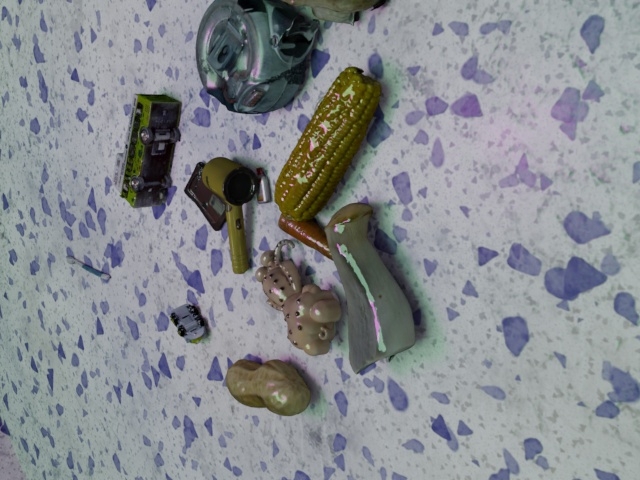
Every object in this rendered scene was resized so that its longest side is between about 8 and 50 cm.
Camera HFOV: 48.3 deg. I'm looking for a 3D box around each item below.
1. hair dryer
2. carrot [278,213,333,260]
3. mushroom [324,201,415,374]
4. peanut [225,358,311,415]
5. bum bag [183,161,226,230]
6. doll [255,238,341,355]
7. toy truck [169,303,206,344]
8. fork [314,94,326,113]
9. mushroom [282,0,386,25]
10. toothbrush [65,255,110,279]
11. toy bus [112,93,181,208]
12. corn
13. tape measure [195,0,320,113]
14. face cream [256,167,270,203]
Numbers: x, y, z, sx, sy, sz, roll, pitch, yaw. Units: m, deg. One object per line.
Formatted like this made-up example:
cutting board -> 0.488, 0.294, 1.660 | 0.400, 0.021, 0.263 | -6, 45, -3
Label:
hair dryer -> -0.210, -0.055, 1.701 | 0.135, 0.090, 0.278 | 29, 129, 51
carrot -> 0.000, 0.000, 1.526 | 0.210, 0.061, 0.061 | 35, 122, 30
mushroom -> 0.083, 0.090, 1.406 | 0.159, 0.122, 0.328 | -19, 83, 20
peanut -> -0.132, 0.340, 1.692 | 0.275, 0.111, 0.125 | 0, 95, 45
bum bag -> -0.281, -0.109, 1.805 | 0.159, 0.026, 0.109 | 52, 131, 17
doll -> -0.053, 0.124, 1.573 | 0.278, 0.119, 0.154 | 54, 131, 35
toy truck -> -0.354, 0.233, 1.925 | 0.111, 0.076, 0.077 | 54, 155, 25
fork -> -0.016, -0.224, 1.506 | 0.028, 0.034, 0.219 | 30, 124, 7
mushroom -> -0.009, -0.518, 1.332 | 0.267, 0.164, 0.189 | 38, 125, 33
toothbrush -> -0.763, 0.092, 2.336 | 0.276, 0.019, 0.025 | 17, 116, 42
toy bus -> -0.460, -0.243, 1.894 | 0.139, 0.113, 0.301 | 36, 120, 34
corn -> 0.008, -0.180, 1.425 | 0.120, 0.120, 0.363 | 48, 129, 26
tape measure -> -0.150, -0.405, 1.514 | 0.256, 0.147, 0.275 | 47, 127, 28
face cream -> -0.136, -0.127, 1.652 | 0.040, 0.021, 0.083 | -3, 96, 47
